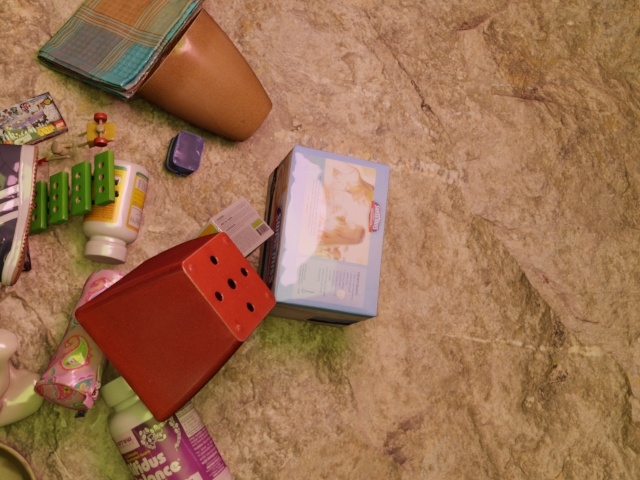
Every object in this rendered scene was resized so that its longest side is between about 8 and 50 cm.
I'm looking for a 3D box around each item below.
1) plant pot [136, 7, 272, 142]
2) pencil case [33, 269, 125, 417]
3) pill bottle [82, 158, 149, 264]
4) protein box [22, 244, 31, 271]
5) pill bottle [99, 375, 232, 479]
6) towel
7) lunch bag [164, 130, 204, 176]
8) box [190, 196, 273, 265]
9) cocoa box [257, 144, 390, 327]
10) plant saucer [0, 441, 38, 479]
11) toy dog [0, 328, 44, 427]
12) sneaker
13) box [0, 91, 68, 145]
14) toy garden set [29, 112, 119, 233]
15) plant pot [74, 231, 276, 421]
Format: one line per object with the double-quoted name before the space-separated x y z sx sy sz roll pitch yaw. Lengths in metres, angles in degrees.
"plant pot" -0.242 -0.345 1.608 0.254 0.237 0.237 39 69 -22
"pencil case" -0.456 0.198 1.419 0.124 0.124 0.284 22 52 -11
"pill bottle" -0.441 -0.059 1.522 0.118 0.117 0.208 10 75 -14
"protein box" -0.702 -0.033 1.427 0.201 0.136 0.199 -7 80 -18
"pill bottle" -0.318 0.397 1.431 0.169 0.169 0.301 -29 87 -20
"towel" -0.432 -0.500 1.602 0.272 0.040 0.370 24 70 20
"lunch bag" -0.311 -0.192 1.619 0.067 0.065 0.098 21 71 -28
"box" -0.212 0.017 1.515 0.103 0.203 0.114 49 45 -1
"cocoa box" 0.000 0.000 1.583 0.232 0.228 0.346 10 75 -15
"plant saucer" -0.681 0.518 1.364 0.278 0.041 0.277 3 77 -15
"toy dog" -0.718 0.220 1.213 0.396 0.408 0.284 -25 80 -13
"sneaker" -0.621 -0.056 1.328 0.153 0.099 0.282 7 69 -21
"box" -0.636 -0.257 1.554 0.137 0.027 0.093 -28 88 -21
"toy garden set" -0.511 -0.138 1.491 0.049 0.244 0.203 22 57 -56
"plant pot" -0.248 0.137 1.376 0.267 0.236 0.267 54 28 -7
